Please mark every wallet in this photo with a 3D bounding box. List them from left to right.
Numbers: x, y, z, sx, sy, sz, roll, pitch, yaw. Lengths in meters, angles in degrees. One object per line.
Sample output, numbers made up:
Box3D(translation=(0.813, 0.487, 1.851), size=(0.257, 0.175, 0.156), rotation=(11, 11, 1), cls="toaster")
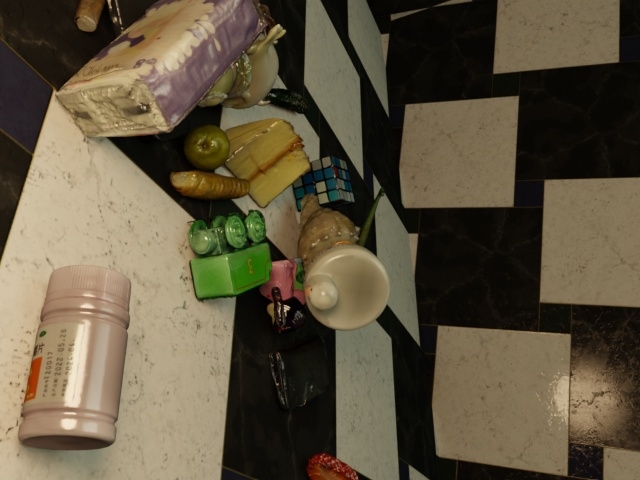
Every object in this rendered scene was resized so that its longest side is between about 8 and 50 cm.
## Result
Box3D(translation=(-0.360, -0.398, 1.334), size=(0.197, 0.051, 0.378), rotation=(-53, 136, -65), cls="wallet")
Box3D(translation=(-0.049, 0.366, 1.788), size=(0.318, 0.045, 0.173), rotation=(1, 76, -68), cls="wallet")

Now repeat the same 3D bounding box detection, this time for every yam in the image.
Box3D(translation=(-0.437, -0.512, 1.261), size=(0.046, 0.046, 0.264), rotation=(52, 31, -50), cls="yam")

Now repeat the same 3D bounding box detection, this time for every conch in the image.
Box3D(translation=(0.010, 0.004, 1.923), size=(0.324, 0.186, 0.263), rotation=(-87, -160, -47), cls="conch")

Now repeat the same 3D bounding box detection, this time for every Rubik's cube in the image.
Box3D(translation=(0.007, -0.180, 2.103), size=(0.155, 0.154, 0.151), rotation=(5, 73, -70), cls="Rubik's cube")

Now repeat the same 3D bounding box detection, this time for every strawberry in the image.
Box3D(translation=(0.032, 0.625, 1.744), size=(0.082, 0.121, 0.188), rotation=(-89, 154, -48), cls="strawberry")

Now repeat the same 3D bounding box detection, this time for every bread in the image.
Box3D(translation=(-0.130, -0.211, 1.721), size=(0.240, 0.178, 0.135), rotation=(54, 29, -51), cls="bread")

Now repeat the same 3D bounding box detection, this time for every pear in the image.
Box3D(translation=(-0.259, -0.213, 1.464), size=(0.131, 0.107, 0.107), rotation=(87, -9, -89), cls="pear")

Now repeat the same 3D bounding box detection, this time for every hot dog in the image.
Box3D(translation=(-0.251, -0.126, 1.495), size=(0.289, 0.083, 0.068), rotation=(1, 96, -69), cls="hot dog")

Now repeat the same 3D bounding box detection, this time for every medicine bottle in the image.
Box3D(translation=(-0.355, 0.173, 0.945), size=(0.133, 0.133, 0.250), rotation=(46, 38, -55), cls="medicine bottle")

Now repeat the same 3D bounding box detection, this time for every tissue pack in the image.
Box3D(translation=(-0.281, -0.328, 1.159), size=(0.344, 0.242, 0.125), rotation=(-60, 138, -34), cls="tissue pack")

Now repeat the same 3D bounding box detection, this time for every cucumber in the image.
Box3D(translation=(-0.111, -0.462, 2.090), size=(0.293, 0.067, 0.068), rotation=(-10, 87, -70), cls="cucumber")

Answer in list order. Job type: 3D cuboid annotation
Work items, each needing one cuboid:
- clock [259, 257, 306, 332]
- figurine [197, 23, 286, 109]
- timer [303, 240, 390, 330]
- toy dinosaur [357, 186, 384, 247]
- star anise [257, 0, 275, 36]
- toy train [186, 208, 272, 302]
Box3D(translation=(-0.089, 0.147, 1.734), size=(0.194, 0.100, 0.196), rotation=(0, 79, -71), cls="clock")
Box3D(translation=(-0.208, -0.417, 1.498), size=(0.227, 0.274, 0.394), rotation=(53, 25, -7), cls="figurine")
Box3D(translation=(0.068, 0.128, 1.677), size=(0.240, 0.233, 0.234), rotation=(-114, -174, -74), cls="timer")
Box3D(translation=(0.103, 0.010, 2.045), size=(0.447, 0.087, 0.301), rotation=(162, -66, -73), cls="toy dinosaur")
Box3D(translation=(-0.220, -0.656, 1.852), size=(0.350, 0.108, 0.292), rotation=(56, 34, -23), cls="star anise")
Box3D(translation=(-0.203, 0.030, 1.457), size=(0.243, 0.132, 0.188), rotation=(-23, 104, -68), cls="toy train")
